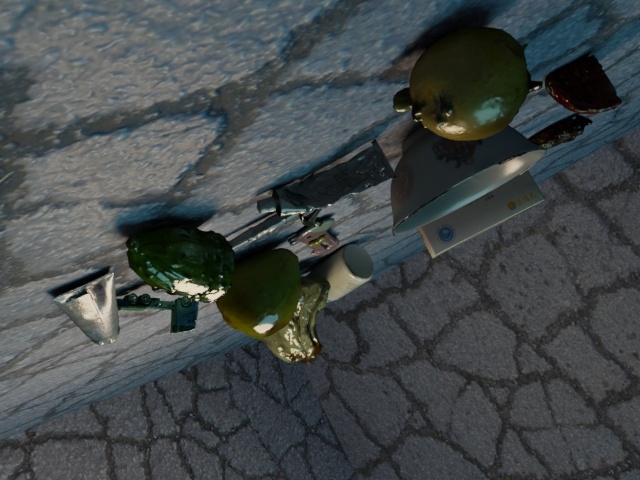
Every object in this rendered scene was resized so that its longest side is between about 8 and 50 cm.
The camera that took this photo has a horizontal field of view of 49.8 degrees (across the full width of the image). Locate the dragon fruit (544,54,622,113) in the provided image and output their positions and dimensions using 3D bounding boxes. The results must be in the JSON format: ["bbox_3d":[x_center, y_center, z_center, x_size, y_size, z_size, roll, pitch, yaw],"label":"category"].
[{"bbox_3d":[0.556,-0.314,1.490,0.127,0.120,0.161,-23,176,9],"label":"dragon fruit"}]

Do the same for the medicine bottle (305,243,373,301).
[{"bbox_3d":[0.050,0.125,2.352,0.143,0.143,0.258,-16,165,-49],"label":"medicine bottle"}]

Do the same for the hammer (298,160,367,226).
[{"bbox_3d":[0.028,-0.098,1.363,0.078,0.021,0.201,5,136,-49],"label":"hammer"}]

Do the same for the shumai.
[{"bbox_3d":[-0.109,0.269,2.210,0.309,0.263,0.304,-24,168,35],"label":"shumai"}]

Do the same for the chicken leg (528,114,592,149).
[{"bbox_3d":[0.705,-0.314,2.059,0.234,0.063,0.105,-23,165,-14],"label":"chicken leg"}]

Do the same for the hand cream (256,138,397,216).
[{"bbox_3d":[0.006,-0.100,1.262,0.257,0.084,0.050,-23,163,-4],"label":"hand cream"}]

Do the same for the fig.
[{"bbox_3d":[-0.141,0.134,1.707,0.230,0.207,0.207,-24,170,-16],"label":"fig"}]

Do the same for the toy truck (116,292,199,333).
[{"bbox_3d":[-0.348,0.155,1.464,0.175,0.081,0.067,6,168,-25],"label":"toy truck"}]

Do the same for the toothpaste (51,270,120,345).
[{"bbox_3d":[-0.440,0.134,1.338,0.114,0.073,0.299,-24,162,-19],"label":"toothpaste"}]

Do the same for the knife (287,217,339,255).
[{"bbox_3d":[0.000,0.001,1.876,0.132,0.038,0.398,-25,171,4],"label":"knife"}]

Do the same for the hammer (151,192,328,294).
[{"bbox_3d":[-0.164,-0.001,1.431,0.427,0.044,0.152,-28,170,0],"label":"hammer"}]

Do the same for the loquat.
[{"bbox_3d":[0.201,-0.215,0.967,0.205,0.149,0.172,-14,174,10],"label":"loquat"}]

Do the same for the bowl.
[{"bbox_3d":[0.262,-0.158,1.391,0.346,0.157,0.345,-26,170,-5],"label":"bowl"}]

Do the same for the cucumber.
[{"bbox_3d":[-0.248,0.030,1.153,0.134,0.134,0.244,-29,161,13],"label":"cucumber"}]

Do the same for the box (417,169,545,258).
[{"bbox_3d":[0.419,-0.116,1.914,0.344,0.200,0.065,-27,168,0],"label":"box"}]
